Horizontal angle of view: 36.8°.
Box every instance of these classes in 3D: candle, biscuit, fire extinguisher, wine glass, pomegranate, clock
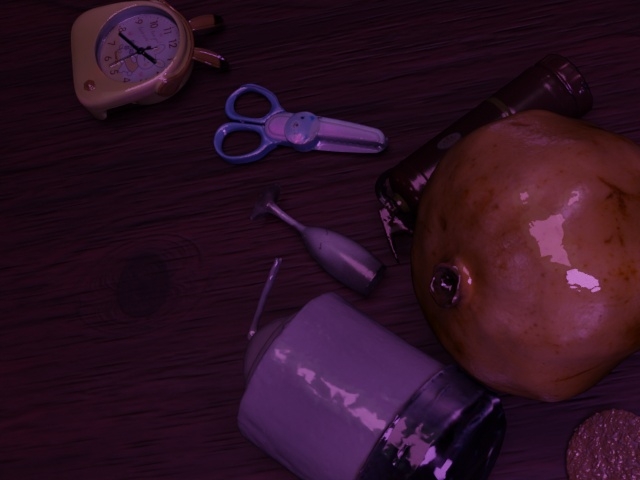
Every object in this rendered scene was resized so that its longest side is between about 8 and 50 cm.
[{"bbox_3d":[0.034,0.197,1.144,0.343,0.221,0.221,31,78,23],"label":"candle"},{"bbox_3d":[0.346,0.258,1.141,0.120,0.015,0.120,-21,54,32],"label":"biscuit"},{"bbox_3d":[0.209,-0.105,1.278,0.341,0.105,0.141,-37,66,-7],"label":"fire extinguisher"},{"bbox_3d":[0.000,0.000,1.306,0.198,0.066,0.066,35,80,19],"label":"wine glass"},{"bbox_3d":[0.251,0.017,1.102,0.333,0.332,0.332,-4,69,10],"label":"pomegranate"},{"bbox_3d":[-0.258,-0.282,1.455,0.232,0.069,0.170,-11,68,6],"label":"clock"}]

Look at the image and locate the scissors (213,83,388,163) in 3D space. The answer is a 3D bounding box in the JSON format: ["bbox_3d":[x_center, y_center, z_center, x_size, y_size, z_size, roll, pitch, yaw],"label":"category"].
[{"bbox_3d":[-0.027,-0.158,1.383,0.256,0.030,0.125,9,71,17],"label":"scissors"}]
